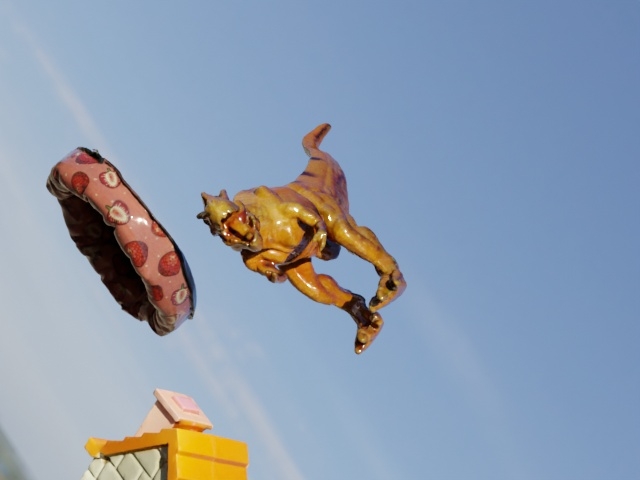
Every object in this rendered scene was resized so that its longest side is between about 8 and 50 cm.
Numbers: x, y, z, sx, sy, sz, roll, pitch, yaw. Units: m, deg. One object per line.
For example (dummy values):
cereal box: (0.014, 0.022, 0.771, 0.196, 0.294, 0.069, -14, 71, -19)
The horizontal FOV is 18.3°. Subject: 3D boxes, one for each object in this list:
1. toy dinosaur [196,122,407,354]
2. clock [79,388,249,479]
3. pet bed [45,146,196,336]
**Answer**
toy dinosaur: (0.000, 0.000, 1.871, 0.208, 0.097, 0.432, 47, 15, 5)
clock: (-0.152, 0.280, 1.778, 0.106, 0.255, 0.220, 18, 21, -45)
pet bed: (-0.181, -0.001, 1.819, 0.201, 0.053, 0.201, 46, -20, 22)
